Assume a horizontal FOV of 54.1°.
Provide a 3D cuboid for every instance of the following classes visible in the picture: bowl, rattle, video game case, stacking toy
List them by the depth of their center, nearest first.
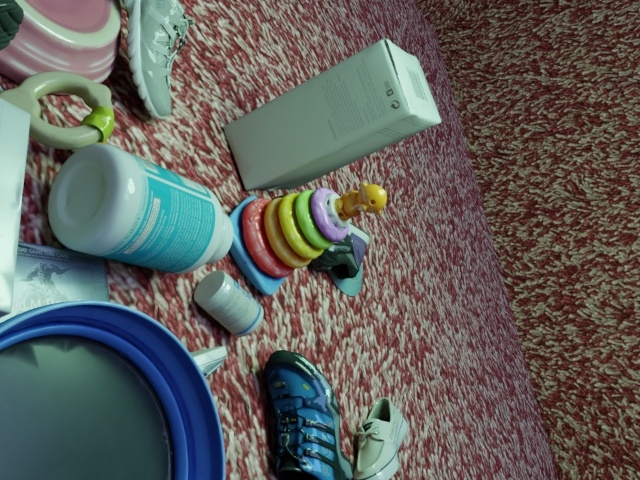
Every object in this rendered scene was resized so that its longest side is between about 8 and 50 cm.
[{"bbox_3d":[-0.265,0.263,0.675,0.391,0.077,0.391,25,58,-49],"label":"bowl"},{"bbox_3d":[-0.332,0.136,0.760,0.196,0.026,0.274,16,58,-57],"label":"video game case"},{"bbox_3d":[-0.394,-0.161,0.864,0.200,0.143,0.130,-3,78,-24],"label":"rattle"},{"bbox_3d":[-0.011,-0.038,1.162,0.175,0.302,0.165,59,29,-15],"label":"stacking toy"}]

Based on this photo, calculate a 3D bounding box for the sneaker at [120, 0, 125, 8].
[{"bbox_3d":[-0.301,-0.593,1.109,0.130,0.236,0.322,13,60,-58],"label":"sneaker"}]

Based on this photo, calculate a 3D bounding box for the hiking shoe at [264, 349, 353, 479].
[{"bbox_3d":[-0.027,0.336,1.068,0.132,0.113,0.304,-21,89,-64],"label":"hiking shoe"}]

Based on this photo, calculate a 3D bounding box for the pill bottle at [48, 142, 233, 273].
[{"bbox_3d":[-0.241,-0.032,0.906,0.264,0.146,0.146,24,50,-58],"label":"pill bottle"}]

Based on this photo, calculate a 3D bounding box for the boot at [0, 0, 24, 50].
[{"bbox_3d":[-0.518,-0.281,0.653,0.222,0.118,0.338,52,37,3],"label":"boot"}]

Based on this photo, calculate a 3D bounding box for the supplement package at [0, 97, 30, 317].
[{"bbox_3d":[-0.401,-0.035,0.633,0.134,0.139,0.244,30,44,-52],"label":"supplement package"}]

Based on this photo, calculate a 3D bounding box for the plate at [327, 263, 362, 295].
[{"bbox_3d":[0.062,0.044,1.539,0.188,0.024,0.188,39,39,-42],"label":"plate"}]

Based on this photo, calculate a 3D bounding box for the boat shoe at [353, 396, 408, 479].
[{"bbox_3d":[0.118,0.413,1.300,0.088,0.096,0.267,62,26,-4],"label":"boat shoe"}]

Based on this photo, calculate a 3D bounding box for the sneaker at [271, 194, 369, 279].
[{"bbox_3d":[0.000,0.000,1.378,0.283,0.107,0.124,29,65,-37],"label":"sneaker"}]

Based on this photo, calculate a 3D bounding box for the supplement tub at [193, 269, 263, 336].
[{"bbox_3d":[-0.153,0.107,1.054,0.107,0.071,0.071,50,32,-34],"label":"supplement tub"}]

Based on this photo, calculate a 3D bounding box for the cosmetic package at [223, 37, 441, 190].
[{"bbox_3d":[0.024,-0.238,1.284,0.217,0.385,0.156,-10,81,-65],"label":"cosmetic package"}]

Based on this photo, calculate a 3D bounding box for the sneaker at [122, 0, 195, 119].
[{"bbox_3d":[-0.262,-0.340,1.035,0.105,0.115,0.281,-126,-148,-64],"label":"sneaker"}]

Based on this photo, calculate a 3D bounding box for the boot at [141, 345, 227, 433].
[{"bbox_3d":[-0.201,0.216,0.906,0.190,0.069,0.086,-15,91,-55],"label":"boot"}]

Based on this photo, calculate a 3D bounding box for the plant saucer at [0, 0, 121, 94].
[{"bbox_3d":[-0.416,-0.380,0.917,0.332,0.084,0.332,40,39,-43],"label":"plant saucer"}]
